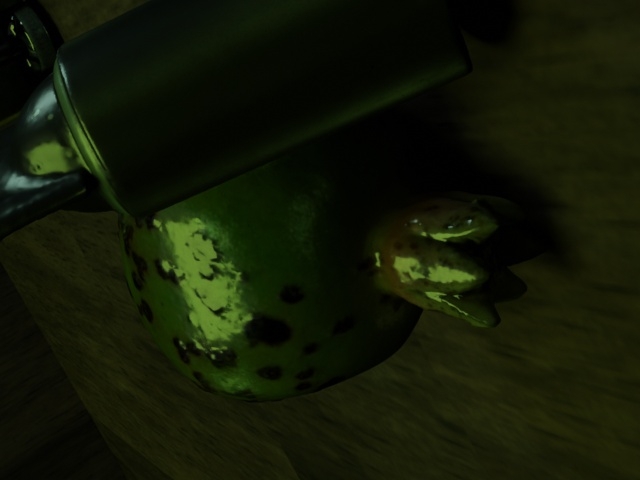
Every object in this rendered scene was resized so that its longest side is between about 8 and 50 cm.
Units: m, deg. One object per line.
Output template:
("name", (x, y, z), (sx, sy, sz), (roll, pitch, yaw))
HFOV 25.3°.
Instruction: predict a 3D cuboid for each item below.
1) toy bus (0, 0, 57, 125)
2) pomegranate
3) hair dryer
("toy bus", (-0.353, -0.253, 1.217), (0.151, 0.145, 0.331), (28, 144, 61))
("pomegranate", (0.000, 0.000, 0.649), (0.205, 0.159, 0.159), (7, 131, 37))
("hair dryer", (-0.062, -0.110, 0.615), (0.248, 0.195, 0.078), (-108, -7, -52))
